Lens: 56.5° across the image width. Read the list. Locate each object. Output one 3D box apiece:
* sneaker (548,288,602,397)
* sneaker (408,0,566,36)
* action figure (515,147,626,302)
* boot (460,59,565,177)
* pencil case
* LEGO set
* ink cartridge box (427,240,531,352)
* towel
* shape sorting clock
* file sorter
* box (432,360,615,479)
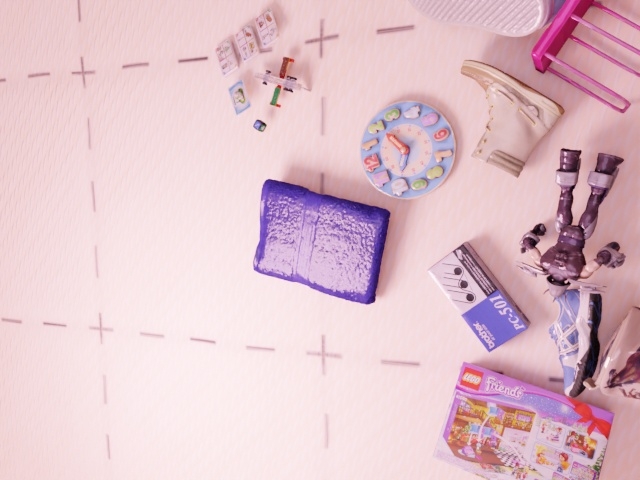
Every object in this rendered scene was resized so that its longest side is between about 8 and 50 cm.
[{"bbox_3d":[0.482,0.192,1.136,0.081,0.080,0.211,7,95,40],"label":"sneaker"},{"bbox_3d":[0.305,-0.480,1.125,0.366,0.150,0.135,41,145,35],"label":"sneaker"},{"bbox_3d":[0.468,-0.020,1.094,0.185,0.099,0.285,16,100,26],"label":"action figure"},{"bbox_3d":[0.332,-0.237,1.151,0.213,0.077,0.165,35,111,15],"label":"boot"},{"bbox_3d":[0.676,0.255,0.997,0.410,0.160,0.184,21,89,21],"label":"pencil case"},{"bbox_3d":[-0.135,-0.379,1.380,0.182,0.060,0.245,-26,76,29],"label":"LEGO set"},{"bbox_3d":[0.320,0.113,1.210,0.097,0.046,0.207,-40,79,24],"label":"ink cartridge box"},{"bbox_3d":[0.000,0.000,1.338,0.308,0.076,0.228,16,109,22],"label":"towel"},{"bbox_3d":[0.179,-0.189,1.246,0.206,0.040,0.206,3,97,25],"label":"shape sorting clock"},{"bbox_3d":[0.516,-0.380,0.983,0.182,0.202,0.291,36,109,14],"label":"file sorter"},{"bbox_3d":[0.391,0.381,1.160,0.293,0.057,0.201,17,78,23],"label":"box"}]
